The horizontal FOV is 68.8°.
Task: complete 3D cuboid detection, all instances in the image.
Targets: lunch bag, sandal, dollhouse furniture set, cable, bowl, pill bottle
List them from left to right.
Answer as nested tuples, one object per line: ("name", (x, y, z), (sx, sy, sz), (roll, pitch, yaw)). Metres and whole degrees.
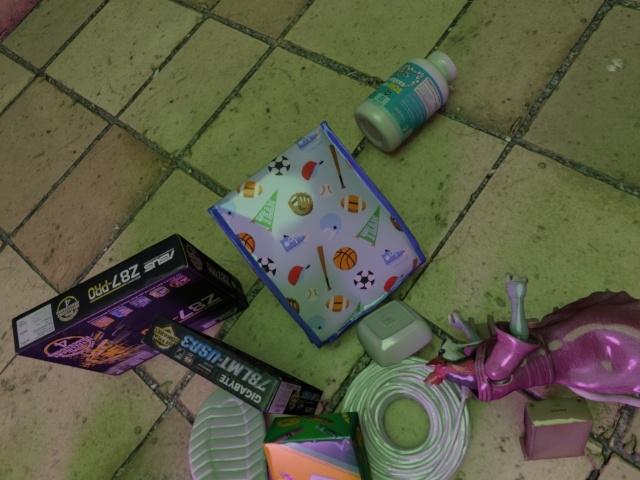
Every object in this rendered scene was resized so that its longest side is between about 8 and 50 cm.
("sandal", (-0.173, 0.497, 0.964), (0.169, 0.102, 0.416), (-16, 45, -7))
("lunch bag", (0.000, 0.000, 1.055), (0.328, 0.239, 0.385), (-40, 86, -4))
("bowl", (0.152, 0.186, 0.997), (0.142, 0.053, 0.142), (-27, 30, -10))
("cable", (0.170, 0.363, 0.944), (0.257, 0.089, 0.257), (4, 70, 18))
("pill bottle", (0.224, -0.362, 1.196), (0.264, 0.146, 0.146), (-43, 64, -5))
("dollhouse furniture set", (0.421, 0.272, 0.909), (0.212, 0.161, 0.242), (-10, 44, 11))

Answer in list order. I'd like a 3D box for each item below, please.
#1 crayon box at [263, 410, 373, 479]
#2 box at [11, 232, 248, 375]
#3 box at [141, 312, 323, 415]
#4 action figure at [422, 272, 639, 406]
("crayon box", (0.012, 0.463, 0.867), (0.165, 0.081, 0.279), (-10, 102, 15))
("box", (-0.405, 0.163, 1.059), (0.394, 0.318, 0.097), (-27, 64, 2))
("box", (-0.167, 0.266, 0.964), (0.295, 0.293, 0.073), (21, 74, 22))
("action figure", (0.356, 0.203, 0.787), (0.370, 0.248, 0.276), (-18, 70, 2))
